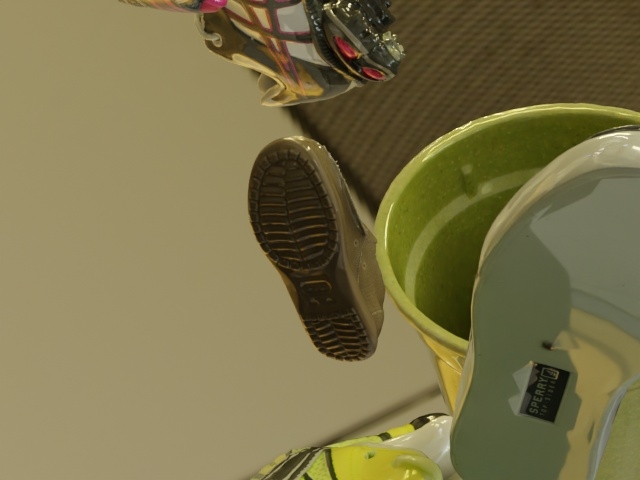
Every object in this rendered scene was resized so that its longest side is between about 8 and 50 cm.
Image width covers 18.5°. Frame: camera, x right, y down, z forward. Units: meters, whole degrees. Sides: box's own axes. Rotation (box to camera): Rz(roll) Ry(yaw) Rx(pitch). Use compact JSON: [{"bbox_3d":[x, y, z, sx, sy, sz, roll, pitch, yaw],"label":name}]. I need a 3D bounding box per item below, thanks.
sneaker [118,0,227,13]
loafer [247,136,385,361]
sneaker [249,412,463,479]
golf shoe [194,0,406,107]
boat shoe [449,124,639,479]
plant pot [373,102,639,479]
[{"bbox_3d":[-0.051,-0.195,0.960,0.299,0.112,0.121,157,-50,-66],"label":"sneaker"},{"bbox_3d":[0.000,0.000,1.102,0.056,0.050,0.148,-2,-55,21],"label":"loafer"},{"bbox_3d":[-0.008,0.134,0.637,0.145,0.384,0.147,43,-83,-4],"label":"sneaker"},{"bbox_3d":[-0.051,-0.183,1.363,0.120,0.273,0.105,-26,-136,20],"label":"golf shoe"},{"bbox_3d":[0.079,0.005,0.596,0.065,0.083,0.183,18,-34,1],"label":"boat shoe"},{"bbox_3d":[0.190,0.079,1.497,0.276,0.276,0.254,30,-34,34],"label":"plant pot"}]
